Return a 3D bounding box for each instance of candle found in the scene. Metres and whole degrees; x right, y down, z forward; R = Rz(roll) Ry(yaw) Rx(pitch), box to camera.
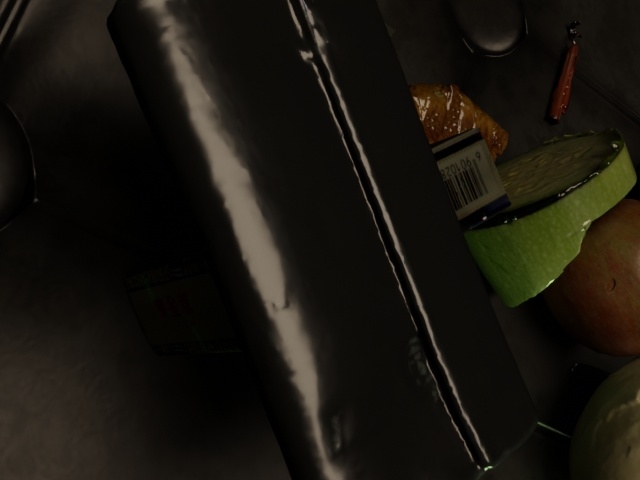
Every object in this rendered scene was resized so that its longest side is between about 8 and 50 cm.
[{"bbox_3d":[0.343,-0.234,1.107,0.026,0.021,0.167,22,69,-7],"label":"candle"}]

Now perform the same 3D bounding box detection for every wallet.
[{"bbox_3d":[0.018,-0.001,0.583,0.228,0.062,0.405,-24,94,-35],"label":"wallet"}]

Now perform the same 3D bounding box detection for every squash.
[{"bbox_3d":[0.263,-0.033,0.900,0.220,0.220,0.133,-40,100,-32],"label":"squash"}]

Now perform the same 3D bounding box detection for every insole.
[{"bbox_3d":[0.400,0.203,1.076,0.189,0.004,0.064,18,72,-30],"label":"insole"}]

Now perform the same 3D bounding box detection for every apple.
[{"bbox_3d":[0.365,0.042,0.973,0.188,0.188,0.173,-39,99,-32],"label":"apple"}]

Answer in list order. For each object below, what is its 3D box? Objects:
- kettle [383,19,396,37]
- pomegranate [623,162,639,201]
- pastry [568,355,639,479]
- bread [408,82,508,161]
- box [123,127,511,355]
[{"bbox_3d":[-0.047,-0.217,0.781,0.202,0.144,0.232,-43,109,-11],"label":"kettle"},{"bbox_3d":[0.522,-0.023,1.102,0.211,0.211,0.263,-52,151,-29],"label":"pomegranate"},{"bbox_3d":[0.418,0.258,0.961,0.265,0.133,0.264,-7,111,-19],"label":"pastry"},{"bbox_3d":[0.117,-0.127,0.905,0.233,0.076,0.104,1,93,-40],"label":"bread"},{"bbox_3d":[0.000,0.000,0.730,0.310,0.198,0.084,-27,97,-34],"label":"box"}]
